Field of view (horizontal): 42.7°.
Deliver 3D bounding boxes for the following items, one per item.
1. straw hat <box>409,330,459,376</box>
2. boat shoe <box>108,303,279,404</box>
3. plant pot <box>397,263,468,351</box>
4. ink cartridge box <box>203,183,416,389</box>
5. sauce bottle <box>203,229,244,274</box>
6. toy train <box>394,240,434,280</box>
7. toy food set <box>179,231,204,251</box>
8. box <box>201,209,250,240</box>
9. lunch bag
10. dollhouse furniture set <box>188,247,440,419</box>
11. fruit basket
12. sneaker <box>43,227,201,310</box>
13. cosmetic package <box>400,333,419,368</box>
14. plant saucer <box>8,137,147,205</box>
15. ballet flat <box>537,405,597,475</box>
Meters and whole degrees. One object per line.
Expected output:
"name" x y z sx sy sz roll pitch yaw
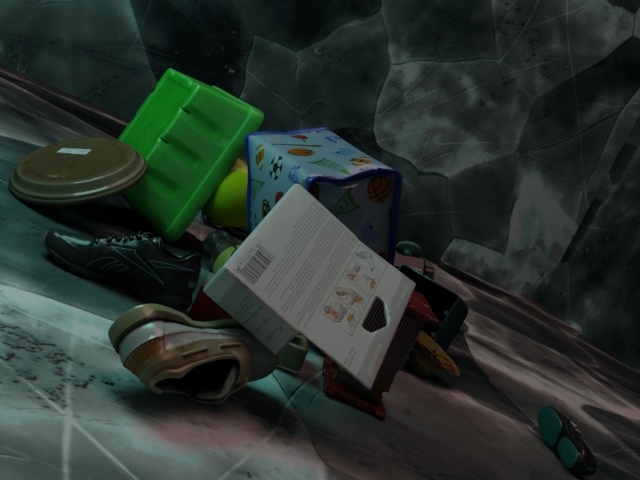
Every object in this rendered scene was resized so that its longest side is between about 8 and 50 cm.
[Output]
"straw hat" 0.231 0.261 1.781 0.144 0.061 0.144 40 13 -12
"boat shoe" -0.150 0.168 1.095 0.302 0.113 0.103 18 32 -54
"plant pot" 0.262 0.188 2.018 0.166 0.165 0.234 31 0 27
"ink cartridge box" -0.003 0.071 1.228 0.261 0.066 0.296 41 33 -4
"sauce bottle" -0.159 0.063 1.646 0.111 0.111 0.344 22 10 -27
"toy train" 0.125 0.080 2.151 0.334 0.190 0.142 15 48 -2
"toy food set" -0.298 0.002 1.921 0.083 0.020 0.083 31 10 28
"box" -0.228 -0.046 2.332 0.220 0.051 0.175 24 8 -16
"lunch bag" 0.000 0.000 1.631 0.239 0.385 0.328 -7 23 -22
"dollhouse furniture set" -0.017 0.124 1.389 0.374 0.201 0.152 24 11 -7
"fruit basket" -0.265 -0.163 1.906 0.392 0.392 0.283 19 11 -41
"sneaker" -0.329 0.025 1.385 0.268 0.106 0.101 22 10 -11
"cosmetic package" 0.111 0.166 1.782 0.107 0.127 0.238 21 11 -33
"plant saucer" -0.497 -0.149 1.676 0.278 0.041 0.277 -3 29 1
"ballet flat" 0.504 0.410 1.663 0.074 0.074 0.203 24 14 -14
